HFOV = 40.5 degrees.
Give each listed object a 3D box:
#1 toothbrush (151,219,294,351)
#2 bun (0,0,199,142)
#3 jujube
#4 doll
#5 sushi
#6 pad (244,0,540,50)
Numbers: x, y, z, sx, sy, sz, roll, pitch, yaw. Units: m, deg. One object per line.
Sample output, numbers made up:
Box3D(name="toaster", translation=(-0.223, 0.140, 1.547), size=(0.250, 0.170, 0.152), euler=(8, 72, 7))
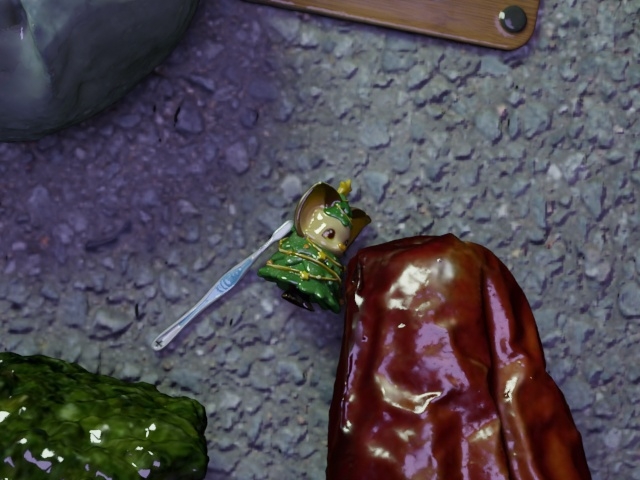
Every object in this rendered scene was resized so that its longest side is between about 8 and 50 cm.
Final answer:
Box3D(name="toothbrush", translation=(-0.083, 0.038, 0.740), size=(0.162, 0.017, 0.014), euler=(-42, 86, -4))
Box3D(name="bun", translation=(-0.246, -0.236, 0.608), size=(0.362, 0.211, 0.362), euler=(-5, 111, -13))
Box3D(name="jujube", translation=(0.100, 0.161, 0.669), size=(0.216, 0.216, 0.342), euler=(-9, 82, -4))
Box3D(name="doll", translation=(-0.009, 0.003, 0.730), size=(0.078, 0.077, 0.113), euler=(34, 60, -45))
Box3D(name="sushi", translation=(-0.203, 0.266, 0.594), size=(0.178, 0.294, 0.352), euler=(16, 86, -8))
Box3D(name="pad", translation=(0.069, -0.326, 0.756), size=(0.286, 0.018, 0.284), euler=(10, 88, -6))
